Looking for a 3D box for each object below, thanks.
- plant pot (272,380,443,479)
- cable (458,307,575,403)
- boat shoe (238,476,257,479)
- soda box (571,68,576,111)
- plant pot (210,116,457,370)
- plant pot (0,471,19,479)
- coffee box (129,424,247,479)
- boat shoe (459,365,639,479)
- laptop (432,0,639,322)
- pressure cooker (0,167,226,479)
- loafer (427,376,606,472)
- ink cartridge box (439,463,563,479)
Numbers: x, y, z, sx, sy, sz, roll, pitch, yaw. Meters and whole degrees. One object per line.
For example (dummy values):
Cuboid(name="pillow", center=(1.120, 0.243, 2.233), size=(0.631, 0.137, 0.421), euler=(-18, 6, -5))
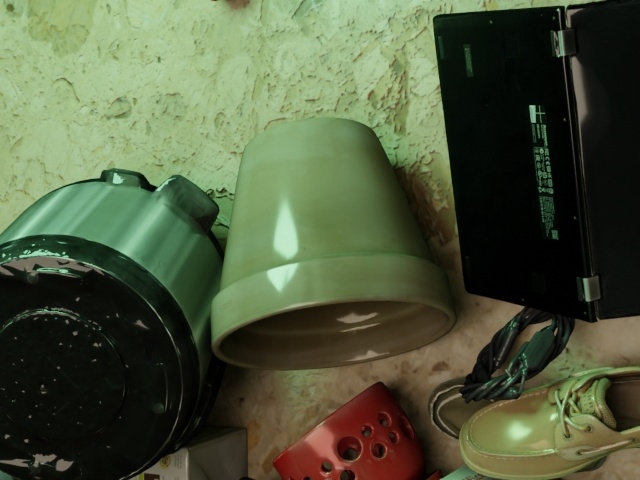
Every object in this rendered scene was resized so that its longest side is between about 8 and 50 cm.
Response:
Cuboid(name="plant pot", center=(0.056, 0.315, 1.807), size=(0.191, 0.191, 0.174), euler=(-38, 81, 24))
Cuboid(name="cable", center=(0.255, 0.147, 1.722), size=(0.047, 0.184, 0.150), euler=(45, 141, -9))
Cuboid(name="boat shoe", center=(-0.168, 0.550, 1.920), size=(0.156, 0.187, 0.500), euler=(32, 106, 4))
Cuboid(name="soda box", center=(0.378, -0.167, 1.686), size=(0.169, 0.060, 0.053), euler=(25, 108, 24))
Cuboid(name="plant pot", center=(0.000, 0.000, 1.777), size=(0.323, 0.323, 0.280), euler=(-19, 68, 27))
Cuboid(name="plant pot", center=(-0.571, 0.296, 2.103), size=(0.255, 0.271, 0.272), euler=(3, 94, 12))
Cuboid(name="coffee box", center=(-0.278, 0.340, 1.990), size=(0.297, 0.168, 0.119), euler=(1, 93, 27))
Cuboid(name="boat shoe", center=(0.334, 0.209, 1.643), size=(0.341, 0.110, 0.122), euler=(-14, 57, 7))
Cuboid(name="laptop", center=(0.368, -0.114, 1.659), size=(0.408, 0.236, 0.382), euler=(11, 112, 59))
Cuboid(name="pressure cooker", center=(-0.310, 0.102, 1.870), size=(0.369, 0.420, 0.376), euler=(-6, 108, 8))
Cuboid(name="loafer", center=(0.252, 0.245, 1.756), size=(0.251, 0.087, 0.094), euler=(12, 98, 26))
Cuboid(name="ink cartridge box", center=(0.290, 0.384, 1.681), size=(0.272, 0.198, 0.115), euler=(18, 102, 26))
